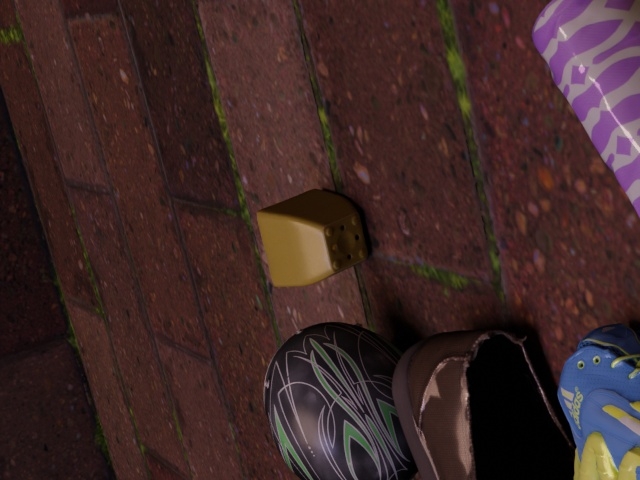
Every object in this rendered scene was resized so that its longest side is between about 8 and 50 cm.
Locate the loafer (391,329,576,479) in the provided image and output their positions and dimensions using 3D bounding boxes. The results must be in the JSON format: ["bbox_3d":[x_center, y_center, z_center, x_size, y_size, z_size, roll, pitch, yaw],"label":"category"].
[{"bbox_3d":[0.168,0.231,0.999,0.366,0.133,0.130,63,155,15],"label":"loafer"}]

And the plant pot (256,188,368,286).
[{"bbox_3d":[0.000,0.000,1.243,0.083,0.081,0.082,7,115,51],"label":"plant pot"}]

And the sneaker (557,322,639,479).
[{"bbox_3d":[0.221,0.112,0.852,0.126,0.091,0.240,66,157,10],"label":"sneaker"}]

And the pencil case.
[{"bbox_3d":[0.208,-0.068,0.767,0.206,0.086,0.088,64,-178,15],"label":"pencil case"}]

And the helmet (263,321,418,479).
[{"bbox_3d":[0.027,0.164,1.210,0.169,0.169,0.162,52,166,34],"label":"helmet"}]
